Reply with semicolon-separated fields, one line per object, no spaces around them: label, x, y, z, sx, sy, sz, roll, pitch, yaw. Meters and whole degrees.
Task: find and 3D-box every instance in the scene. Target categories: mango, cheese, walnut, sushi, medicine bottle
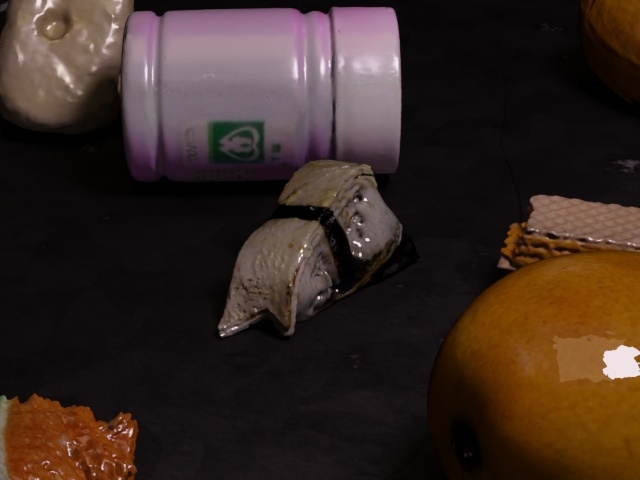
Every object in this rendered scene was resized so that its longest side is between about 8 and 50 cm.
mango;0.243;0.116;1.076;0.264;0.221;0.378;18;23;39
cheese;-0.344;-0.237;1.809;0.174;0.251;0.248;11;64;-5
walnut;0.487;-0.270;1.809;0.209;0.209;0.336;-13;38;-22
sushi;-0.020;-0.001;1.393;0.134;0.109;0.273;22;36;36
medicine bottle;-0.071;-0.177;1.614;0.325;0.212;0.212;-2;28;-2

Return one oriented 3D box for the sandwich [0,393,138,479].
sandwich;-0.221;0.206;1.032;0.160;0.109;0.185;12;22;-21

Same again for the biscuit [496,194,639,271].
biscuit;0.373;0.015;1.328;0.379;0.054;0.094;9;29;15
